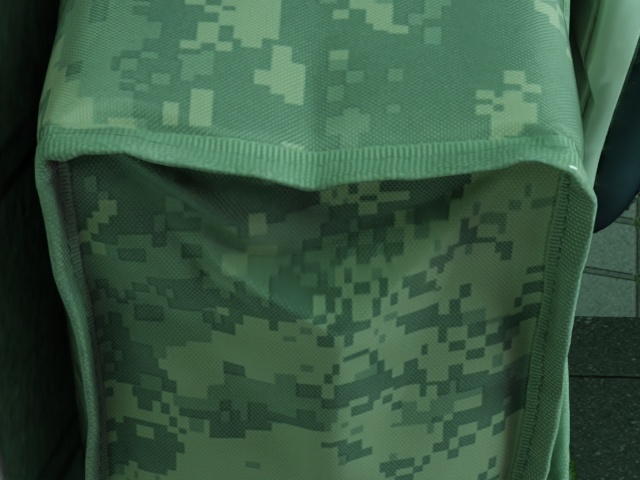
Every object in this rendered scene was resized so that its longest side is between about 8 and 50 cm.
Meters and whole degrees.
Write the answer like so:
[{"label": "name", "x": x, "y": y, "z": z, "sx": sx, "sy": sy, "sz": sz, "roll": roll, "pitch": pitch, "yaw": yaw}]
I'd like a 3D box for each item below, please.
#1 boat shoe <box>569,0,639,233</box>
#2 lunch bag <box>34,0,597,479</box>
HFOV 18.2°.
[{"label": "boat shoe", "x": 0.120, "y": -0.072, "z": 0.724, "sx": 0.254, "sy": 0.079, "sz": 0.095, "roll": 86, "pitch": -4, "yaw": -63}, {"label": "lunch bag", "x": 0.000, "y": 0.000, "z": 0.673, "sx": 0.287, "sy": 0.169, "sz": 0.235, "roll": 92, "pitch": 0, "yaw": -45}]
